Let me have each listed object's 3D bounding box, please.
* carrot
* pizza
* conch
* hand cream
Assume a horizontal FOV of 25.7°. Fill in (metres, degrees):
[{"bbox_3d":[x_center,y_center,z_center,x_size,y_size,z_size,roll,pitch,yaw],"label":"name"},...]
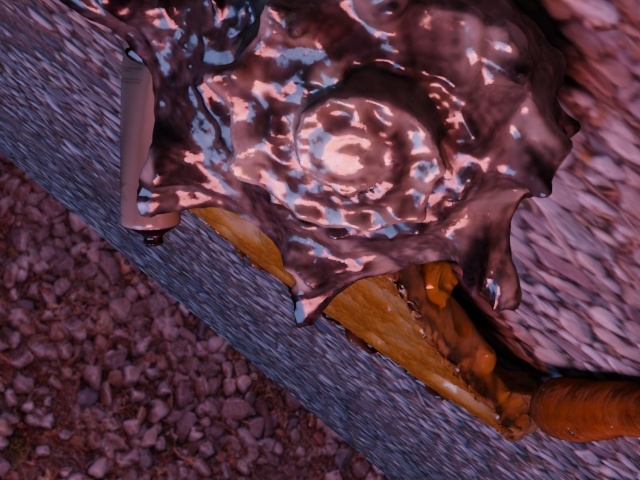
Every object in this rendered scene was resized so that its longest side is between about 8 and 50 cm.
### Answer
[{"bbox_3d":[0.242,0.141,1.171,0.059,0.059,0.248,39,165,-9],"label":"carrot"},{"bbox_3d":[0.000,0.010,1.309,0.391,0.080,0.435,26,162,40],"label":"pizza"},{"bbox_3d":[-0.002,-0.085,0.747,0.313,0.186,0.241,41,155,12],"label":"conch"},{"bbox_3d":[-0.155,-0.087,1.253,0.054,0.186,0.087,-7,-169,-27],"label":"hand cream"}]
